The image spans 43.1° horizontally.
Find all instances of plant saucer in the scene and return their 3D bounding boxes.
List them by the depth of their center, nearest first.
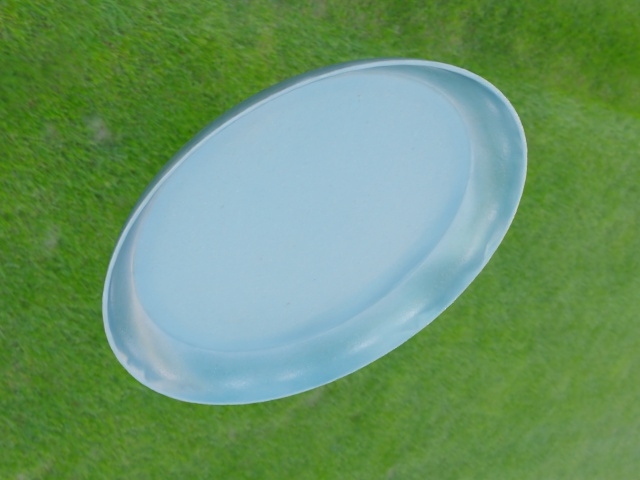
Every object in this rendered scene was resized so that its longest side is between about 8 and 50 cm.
[{"bbox_3d":[0.000,0.000,0.574,0.317,0.044,0.317,-19,141,-16],"label":"plant saucer"}]
